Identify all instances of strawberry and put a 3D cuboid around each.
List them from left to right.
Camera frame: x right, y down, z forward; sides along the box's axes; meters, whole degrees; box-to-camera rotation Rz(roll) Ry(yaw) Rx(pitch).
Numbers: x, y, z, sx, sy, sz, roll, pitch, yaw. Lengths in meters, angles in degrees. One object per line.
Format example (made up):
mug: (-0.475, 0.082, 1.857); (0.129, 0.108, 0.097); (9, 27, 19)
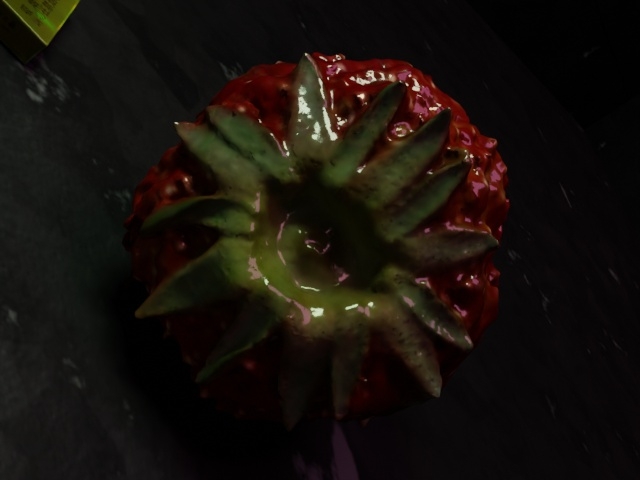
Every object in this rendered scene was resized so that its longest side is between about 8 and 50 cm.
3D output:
strawberry: (-0.002, -0.001, 0.854); (0.292, 0.292, 0.343); (55, -2, -2)

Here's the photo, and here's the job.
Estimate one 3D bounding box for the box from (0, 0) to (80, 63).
box: (-0.275, -0.238, 0.862); (0.193, 0.030, 0.121); (47, 23, -22)
